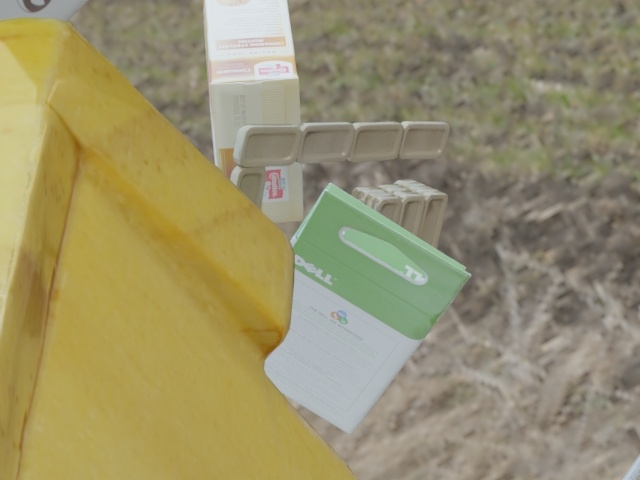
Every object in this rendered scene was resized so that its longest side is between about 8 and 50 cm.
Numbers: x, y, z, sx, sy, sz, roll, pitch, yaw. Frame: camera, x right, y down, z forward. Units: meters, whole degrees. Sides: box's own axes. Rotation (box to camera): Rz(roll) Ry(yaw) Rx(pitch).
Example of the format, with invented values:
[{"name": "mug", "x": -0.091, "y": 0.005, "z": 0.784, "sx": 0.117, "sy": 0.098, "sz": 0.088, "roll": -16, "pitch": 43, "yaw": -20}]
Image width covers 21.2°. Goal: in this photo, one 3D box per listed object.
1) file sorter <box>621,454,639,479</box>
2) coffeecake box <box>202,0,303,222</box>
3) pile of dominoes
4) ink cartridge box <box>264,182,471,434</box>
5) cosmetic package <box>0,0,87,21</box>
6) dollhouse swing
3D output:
[{"name": "file sorter", "x": 0.270, "y": 0.195, "z": 0.892, "sx": 0.173, "sy": 0.193, "sz": 0.277, "roll": -56, "pitch": 9, "yaw": 8}, {"name": "coffeecake box", "x": -0.055, "y": -0.125, "z": 1.346, "sx": 0.068, "sy": 0.142, "sz": 0.185, "roll": -4, "pitch": 43, "yaw": -4}, {"name": "pile of dominoes", "x": 0.000, "y": 0.000, "z": 1.303, "sx": 0.040, "sy": 0.196, "sz": 0.251, "roll": 24, "pitch": 19, "yaw": 39}, {"name": "ink cartridge box", "x": 0.023, "y": 0.034, "z": 1.142, "sx": 0.062, "sy": 0.109, "sz": 0.209, "roll": -58, "pitch": 0, "yaw": -40}, {"name": "cosmetic package", "x": -0.226, "y": -0.311, "z": 0.707, "sx": 0.230, "sy": 0.453, "sz": 0.161, "roll": 23, "pitch": 58, "yaw": 31}, {"name": "dollhouse swing", "x": -0.124, "y": 0.178, "z": 0.421, "sx": 0.315, "sy": 0.305, "sz": 0.347, "roll": -4, "pitch": 53, "yaw": 10}]
